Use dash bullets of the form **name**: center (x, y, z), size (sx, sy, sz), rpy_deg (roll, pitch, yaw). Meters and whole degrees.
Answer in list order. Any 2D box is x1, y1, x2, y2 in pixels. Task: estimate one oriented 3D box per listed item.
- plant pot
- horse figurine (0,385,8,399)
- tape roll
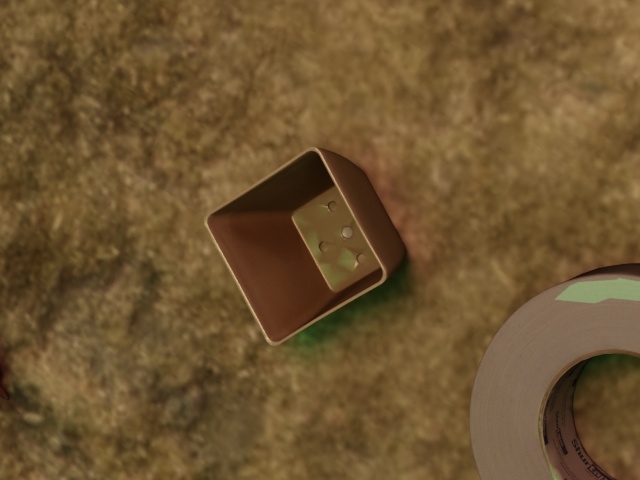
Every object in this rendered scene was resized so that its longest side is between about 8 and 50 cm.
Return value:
- **plant pot**: center (0.000, 0.000, 1.443), size (0.109, 0.096, 0.109), rpy_deg (-32, 83, 24)
- **horse figurine**: center (-0.359, 0.013, 1.633), size (0.174, 0.066, 0.263), rpy_deg (-1, 99, 31)
- **tape roll**: center (0.217, 0.126, 1.371), size (0.219, 0.072, 0.219), rpy_deg (4, 99, 24)
